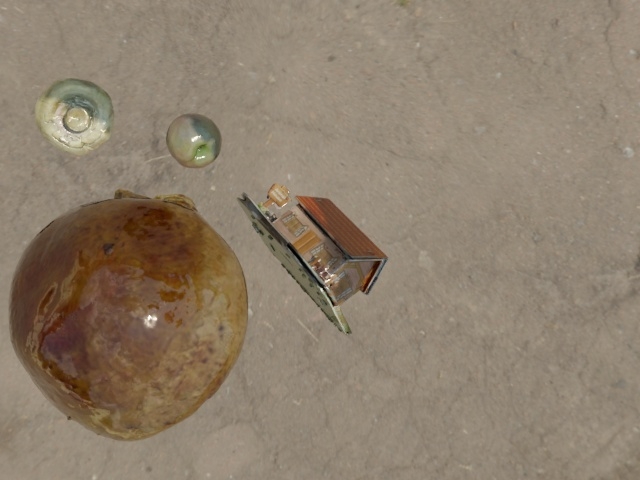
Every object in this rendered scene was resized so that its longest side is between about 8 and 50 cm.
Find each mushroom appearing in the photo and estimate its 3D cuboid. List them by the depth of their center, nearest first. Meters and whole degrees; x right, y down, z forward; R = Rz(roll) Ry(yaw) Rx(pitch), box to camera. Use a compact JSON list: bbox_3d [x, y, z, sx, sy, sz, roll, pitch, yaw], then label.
[{"bbox_3d":[-0.210,0.054,0.645,0.263,0.283,0.195,-18,130,16],"label":"mushroom"},{"bbox_3d":[-0.481,-0.242,1.168,0.154,0.122,0.154,-8,114,-18],"label":"mushroom"}]

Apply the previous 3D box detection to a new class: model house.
[{"bbox_3d":[0.001,0.001,1.073,0.154,0.294,0.207,-37,144,-10],"label":"model house"}]

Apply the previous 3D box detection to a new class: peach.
[{"bbox_3d":[-0.187,-0.148,0.875,0.083,0.083,0.083,-1,107,-4],"label":"peach"}]
